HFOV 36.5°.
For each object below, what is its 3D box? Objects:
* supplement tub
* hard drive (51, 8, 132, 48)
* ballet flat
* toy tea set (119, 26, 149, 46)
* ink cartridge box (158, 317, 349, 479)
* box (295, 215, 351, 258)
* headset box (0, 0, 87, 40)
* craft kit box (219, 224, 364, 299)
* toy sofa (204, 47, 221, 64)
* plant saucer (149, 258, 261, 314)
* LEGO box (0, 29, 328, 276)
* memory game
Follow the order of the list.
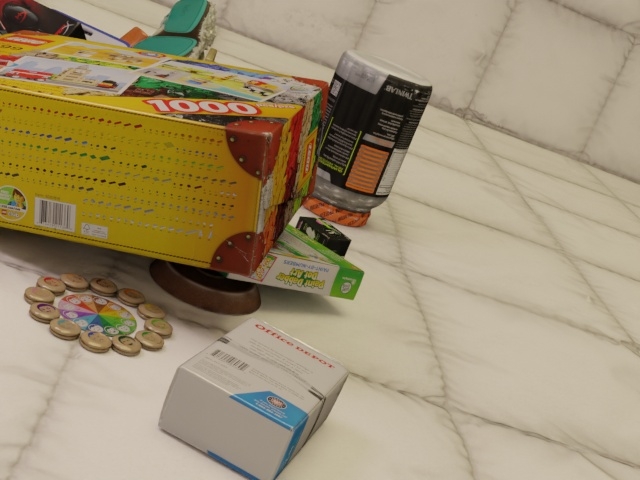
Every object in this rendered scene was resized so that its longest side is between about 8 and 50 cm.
[{"bbox_3d":[0.078,-0.200,1.916,0.193,0.316,0.193,21,18,-7],"label":"supplement tub"},{"bbox_3d":[-0.377,-0.301,1.846,0.210,0.040,0.319,27,-14,25],"label":"hard drive"},{"bbox_3d":[-0.303,-0.394,2.077,0.147,0.147,0.409,22,37,0],"label":"ballet flat"},{"bbox_3d":[-0.382,-0.379,2.290,0.200,0.124,0.336,46,-4,-40],"label":"toy tea set"},{"bbox_3d":[-0.068,0.171,1.070,0.139,0.082,0.190,27,17,13],"label":"ink cartridge box"},{"bbox_3d":[0.000,0.000,1.683,0.062,0.052,0.083,3,27,-45],"label":"box"},{"bbox_3d":[-0.579,-0.325,1.668,0.293,0.218,0.110,28,-25,16],"label":"headset box"},{"bbox_3d":[-0.100,0.005,1.478,0.246,0.061,0.250,9,15,-40],"label":"craft kit box"},{"bbox_3d":[-0.112,-0.273,2.129,0.362,0.177,0.150,19,19,-8],"label":"toy sofa"},{"bbox_3d":[-0.160,0.053,1.389,0.168,0.029,0.168,20,17,-7],"label":"plant saucer"},{"bbox_3d":[-0.273,-0.143,1.360,0.500,0.193,0.372,11,21,7],"label":"LEGO box"},{"bbox_3d":[-0.270,0.087,1.189,0.186,0.012,0.186,19,19,-7],"label":"memory game"}]
